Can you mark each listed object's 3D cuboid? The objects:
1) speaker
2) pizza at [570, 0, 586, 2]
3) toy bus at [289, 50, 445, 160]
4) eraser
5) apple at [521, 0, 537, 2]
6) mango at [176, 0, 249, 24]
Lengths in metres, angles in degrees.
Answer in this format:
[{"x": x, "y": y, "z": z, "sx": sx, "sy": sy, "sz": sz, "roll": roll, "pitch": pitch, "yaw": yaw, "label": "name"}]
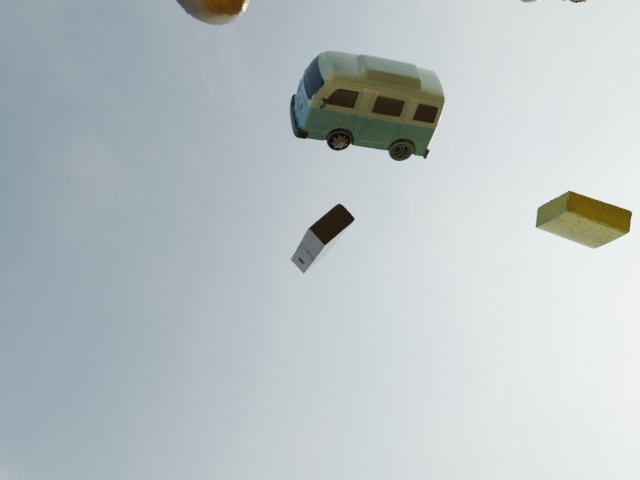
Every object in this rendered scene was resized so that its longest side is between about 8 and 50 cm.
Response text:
[{"x": 0.000, "y": 0.000, "z": 1.247, "sx": 0.082, "sy": 0.218, "sz": 0.044, "roll": -41, "pitch": -95, "yaw": -19, "label": "speaker"}, {"x": 0.327, "y": -0.488, "z": 1.030, "sx": 0.161, "sy": 0.305, "sz": 0.085, "roll": -39, "pitch": -18, "yaw": -29, "label": "pizza"}, {"x": 0.090, "y": -0.262, "z": 1.214, "sx": 0.272, "sy": 0.133, "sz": 0.164, "roll": 6, "pitch": -45, "yaw": -15, "label": "toy bus"}, {"x": 0.447, "y": -0.035, "z": 1.099, "sx": 0.122, "sy": 0.097, "sz": 0.045, "roll": 18, "pitch": -111, "yaw": -8, "label": "eraser"}, {"x": 0.449, "y": -0.552, "z": 1.377, "sx": 0.090, "sy": 0.089, "sz": 0.074, "roll": 22, "pitch": -49, "yaw": -30, "label": "apple"}, {"x": -0.187, "y": -0.463, "z": 1.042, "sx": 0.130, "sy": 0.167, "sz": 0.261, "roll": 0, "pitch": -109, "yaw": -53, "label": "mango"}]
